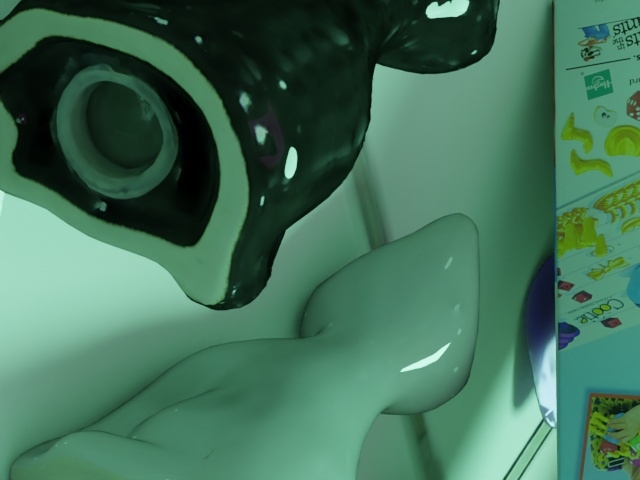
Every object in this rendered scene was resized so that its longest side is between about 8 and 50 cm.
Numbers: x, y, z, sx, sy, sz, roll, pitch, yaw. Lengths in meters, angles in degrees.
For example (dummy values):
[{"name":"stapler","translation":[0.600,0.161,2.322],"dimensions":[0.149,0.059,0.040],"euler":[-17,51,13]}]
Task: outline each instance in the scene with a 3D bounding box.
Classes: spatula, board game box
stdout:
[{"name":"spatula","translation":[0.186,-0.010,0.880],"dimensions":[0.296,0.030,0.084],"euler":[-39,122,-46]},{"name":"board game box","translation":[0.184,0.040,0.702],"dimensions":[0.142,0.144,0.275],"euler":[33,54,-57]}]

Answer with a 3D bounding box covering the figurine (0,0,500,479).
[{"name":"figurine","translation":[0.000,0.000,0.539],"dimensions":[0.209,0.092,0.214],"euler":[-37,135,-51]}]
